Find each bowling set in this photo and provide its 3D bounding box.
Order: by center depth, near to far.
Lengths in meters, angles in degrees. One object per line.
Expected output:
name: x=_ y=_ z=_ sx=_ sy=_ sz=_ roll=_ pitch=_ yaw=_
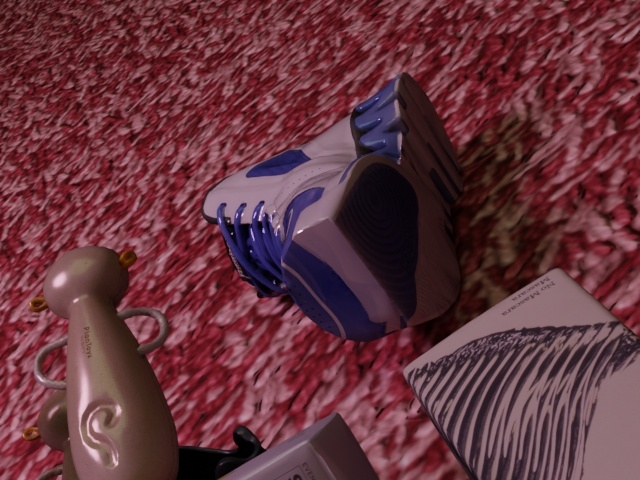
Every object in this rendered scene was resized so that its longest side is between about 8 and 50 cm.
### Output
bowling set: x=-0.189 y=0.145 z=0.881 sx=0.287 sy=0.200 sz=0.154 roll=-22 pitch=58 yaw=5

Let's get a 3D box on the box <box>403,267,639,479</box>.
box: x=0.139 y=0.117 z=0.724 sx=0.113 sy=0.094 sz=0.275 roll=-34 pitch=22 yaw=-2

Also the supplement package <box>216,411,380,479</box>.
supplement package: x=-0.067 y=0.202 z=0.718 sx=0.244 sy=0.134 sz=0.139 roll=-31 pitch=-4 yaw=4

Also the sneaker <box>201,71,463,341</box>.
sneaker: x=0.000 y=-0.001 z=1.131 sx=0.182 sy=0.127 sz=0.315 roll=-28 pitch=16 yaw=20

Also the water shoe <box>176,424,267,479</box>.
water shoe: x=-0.102 y=0.163 z=0.964 sx=0.203 sy=0.080 sz=0.073 roll=-20 pitch=26 yaw=29
